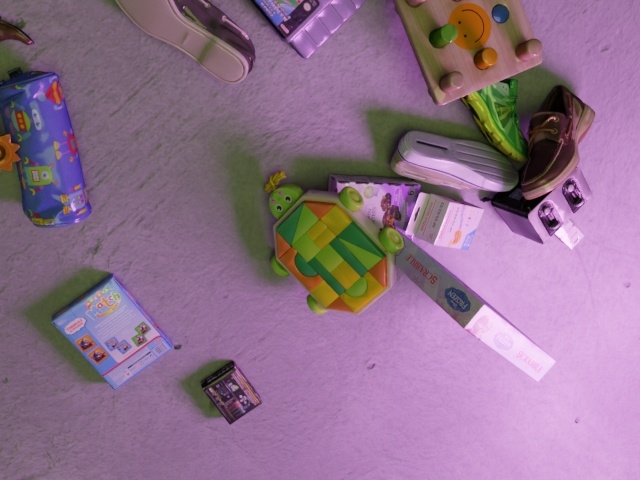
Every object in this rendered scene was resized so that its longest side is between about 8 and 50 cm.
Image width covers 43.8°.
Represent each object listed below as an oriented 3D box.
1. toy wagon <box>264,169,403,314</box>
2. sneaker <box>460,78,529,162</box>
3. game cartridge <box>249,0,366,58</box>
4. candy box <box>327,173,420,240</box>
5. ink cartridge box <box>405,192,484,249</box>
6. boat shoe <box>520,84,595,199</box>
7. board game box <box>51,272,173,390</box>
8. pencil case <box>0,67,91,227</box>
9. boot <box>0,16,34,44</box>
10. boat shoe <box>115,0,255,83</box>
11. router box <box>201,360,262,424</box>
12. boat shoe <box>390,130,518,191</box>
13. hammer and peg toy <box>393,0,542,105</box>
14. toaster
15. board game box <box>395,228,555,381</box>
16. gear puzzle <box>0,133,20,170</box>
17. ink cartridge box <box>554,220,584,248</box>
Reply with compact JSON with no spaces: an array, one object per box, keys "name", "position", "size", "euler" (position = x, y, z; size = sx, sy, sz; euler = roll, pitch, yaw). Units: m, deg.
[{"name":"toy wagon","position":[0.000,0.000,1.694],"size":[0.344,0.068,0.267],"euler":[46,123,-2]},{"name":"sneaker","position":[0.397,-0.293,1.753],"size":[0.123,0.109,0.296],"euler":[-37,113,3]},{"name":"game cartridge","position":[-0.061,-0.548,1.535],"size":[0.230,0.068,0.355],"euler":[-47,125,-2]},{"name":"candy box","position":[0.110,-0.057,1.773],"size":[0.196,0.070,0.165],"euler":[1,108,-16]},{"name":"ink cartridge box","position":[0.279,-0.042,1.786],"size":[0.181,0.061,0.104],"euler":[7,106,-47]},{"name":"boat shoe","position":[0.494,-0.224,1.732],"size":[0.123,0.123,0.342],"euler":[48,53,-14]},{"name":"board game box","position":[-0.447,0.199,1.722],"size":[0.160,0.039,0.212],"euler":[-36,113,-2]},{"name":"pencil case","position":[-0.537,-0.175,1.532],"size":[0.133,0.119,0.306],"euler":[-10,110,-3]},{"name":"boot","position":[-0.611,-0.359,1.497],"size":[0.106,0.037,0.114],"euler":[33,94,-9]},{"name":"boat shoe","position":[-0.269,-0.436,1.549],"size":[0.335,0.096,0.112],"euler":[37,131,-19]},{"name":"router box","position":[-0.205,0.351,1.838],"size":[0.092,0.038,0.122],"euler":[-33,113,-2]},{"name":"boat shoe","position":[0.298,-0.168,1.783],"size":[0.302,0.109,0.094],"euler":[15,146,-18]},{"name":"hammer and peg toy","position":[0.284,-0.484,1.607],"size":[0.265,0.127,0.362],"euler":[-23,96,-11]},{"name":"toaster","position":[0.496,-0.095,1.818],"size":[0.168,0.185,0.110],"euler":[-43,116,-7]},{"name":"board game box","position":[0.314,0.139,1.715],"size":[0.066,0.318,0.318],"euler":[-51,130,5]},{"name":"gear puzzle","position":[-0.693,-0.215,1.400],"size":[0.338,0.044,0.176],"euler":[22,107,-30]},{"name":"ink cartridge box","position":[0.595,-0.023,1.938],"size":[0.083,0.028,0.048],"euler":[40,94,-22]}]
